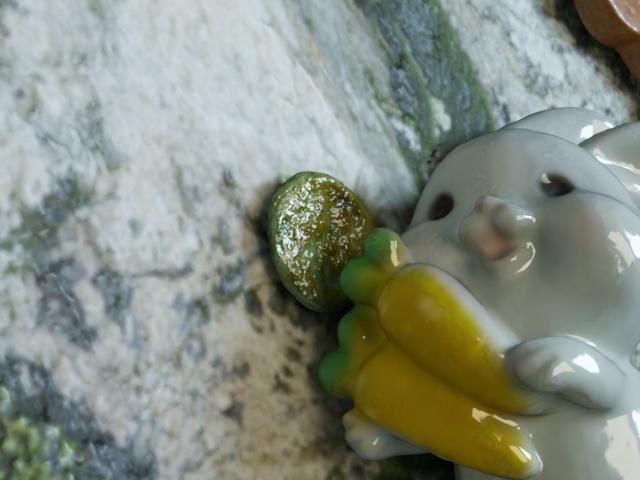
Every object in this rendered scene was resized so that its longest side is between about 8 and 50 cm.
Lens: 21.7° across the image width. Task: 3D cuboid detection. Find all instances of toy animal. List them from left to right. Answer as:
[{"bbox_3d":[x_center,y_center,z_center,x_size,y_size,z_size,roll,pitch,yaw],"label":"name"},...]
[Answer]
[{"bbox_3d":[0.140,0.060,0.975,0.247,0.182,0.310,0,75,-47],"label":"toy animal"}]

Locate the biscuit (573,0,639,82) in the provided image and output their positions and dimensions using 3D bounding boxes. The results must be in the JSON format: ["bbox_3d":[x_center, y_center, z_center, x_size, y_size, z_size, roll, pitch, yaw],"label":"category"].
[{"bbox_3d":[0.291,-0.205,1.255,0.284,0.043,0.306,27,62,-34],"label":"biscuit"}]

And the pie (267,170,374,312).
[{"bbox_3d":[-0.001,0.001,0.963,0.084,0.021,0.084,8,78,-43],"label":"pie"}]
